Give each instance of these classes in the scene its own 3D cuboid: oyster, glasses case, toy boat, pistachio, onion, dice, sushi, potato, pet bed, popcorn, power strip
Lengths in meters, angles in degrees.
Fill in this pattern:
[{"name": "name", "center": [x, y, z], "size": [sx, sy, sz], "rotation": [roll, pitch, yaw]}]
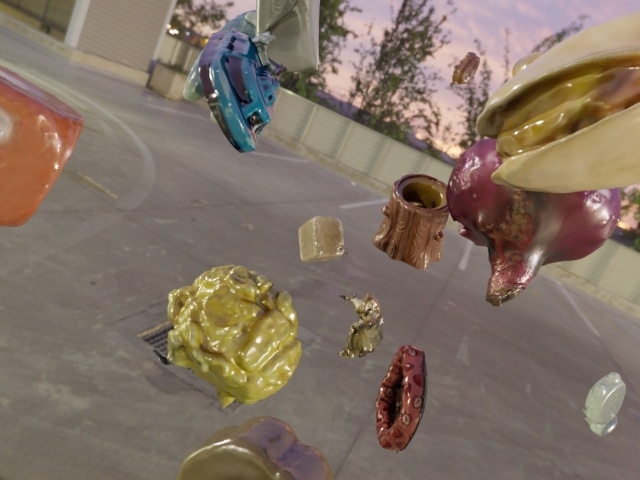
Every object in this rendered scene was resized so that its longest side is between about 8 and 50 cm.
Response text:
[{"name": "oyster", "center": [0.120, 0.230, 1.447], "size": [0.132, 0.198, 0.337], "rotation": [6, -28, 8]}, {"name": "glasses case", "center": [-0.057, -0.462, 0.919], "size": [0.128, 0.309, 0.083], "rotation": [17, 29, 23]}, {"name": "toy boat", "center": [-0.099, -0.239, 0.739], "size": [0.299, 0.092, 0.134], "rotation": [-99, 168, -55]}, {"name": "pistachio", "center": [0.387, -0.179, 0.699], "size": [0.320, 0.229, 0.238], "rotation": [-17, -16, 15]}, {"name": "onion", "center": [0.480, -0.042, 1.180], "size": [0.397, 0.421, 0.398], "rotation": [18, -30, 11]}, {"name": "toy boat", "center": [-0.232, -0.484, 1.349], "size": [0.215, 0.330, 0.123], "rotation": [42, -1, 21]}, {"name": "dice", "center": [-0.428, -0.129, 0.642], "size": [0.174, 0.179, 0.174], "rotation": [33, 4, -33]}, {"name": "sushi", "center": [0.414, -0.493, 1.446], "size": [0.060, 0.118, 0.061], "rotation": [32, -17, 51]}, {"name": "potato", "center": [0.384, -0.312, 0.917], "size": [0.062, 0.068, 0.083], "rotation": [61, -4, -33]}, {"name": "pet bed", "center": [0.155, 0.304, 0.965], "size": [0.053, 0.201, 0.201], "rotation": [15, 14, -4]}, {"name": "popcorn", "center": [-0.153, 0.163, 0.852], "size": [0.249, 0.249, 0.225], "rotation": [30, 49, 24]}, {"name": "power strip", "center": [0.296, 0.171, 0.531], "size": [0.055, 0.083, 0.035], "rotation": [-30, 34, -18]}]

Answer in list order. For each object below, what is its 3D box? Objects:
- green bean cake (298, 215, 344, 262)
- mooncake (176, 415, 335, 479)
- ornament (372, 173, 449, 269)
[{"name": "green bean cake", "center": [0.000, 0.000, 1.375], "size": [0.085, 0.109, 0.179], "rotation": [-3, -9, -17]}, {"name": "mooncake", "center": [-0.173, 0.736, 1.410], "size": [0.466, 0.468, 0.262], "rotation": [29, 16, 19]}, {"name": "ornament", "center": [0.277, -0.068, 1.486], "size": [0.221, 0.218, 0.235], "rotation": [4, 47, -2]}]
